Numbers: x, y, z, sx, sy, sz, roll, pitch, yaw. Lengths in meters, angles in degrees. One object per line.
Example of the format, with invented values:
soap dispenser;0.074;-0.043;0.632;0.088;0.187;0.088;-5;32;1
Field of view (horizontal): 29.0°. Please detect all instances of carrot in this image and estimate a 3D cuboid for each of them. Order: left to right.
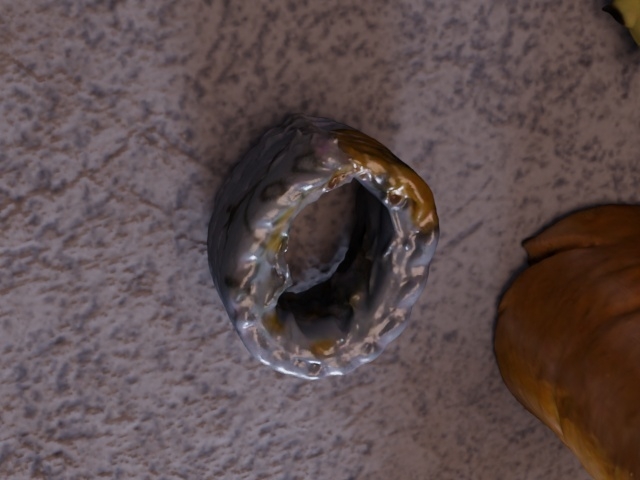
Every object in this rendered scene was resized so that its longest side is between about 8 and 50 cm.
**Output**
carrot;0.244;0.100;0.816;0.196;0.254;0.196;-5;110;-13

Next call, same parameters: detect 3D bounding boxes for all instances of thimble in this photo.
thimble;-0.003;0.001;0.791;0.127;0.118;0.151;29;97;-20

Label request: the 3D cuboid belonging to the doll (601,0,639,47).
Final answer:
doll;0.327;-0.209;0.838;0.291;0.086;0.117;-32;104;-1
